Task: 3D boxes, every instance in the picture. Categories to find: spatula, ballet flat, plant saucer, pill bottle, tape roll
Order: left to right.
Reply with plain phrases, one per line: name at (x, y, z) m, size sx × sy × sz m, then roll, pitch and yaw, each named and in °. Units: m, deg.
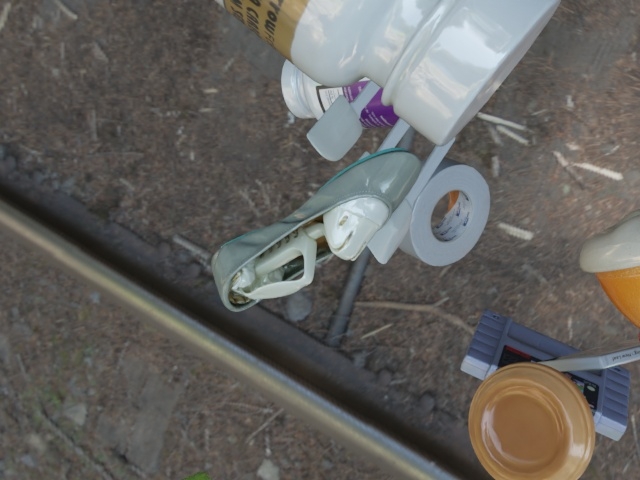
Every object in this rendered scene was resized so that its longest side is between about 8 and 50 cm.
ballet flat at (0.000, 0.000, 0.701) m, size 0.213 × 0.072 × 0.068 m, roll -29°, pitch 51°, yaw 19°
pill bottle at (0.010, -0.161, 0.451) m, size 0.229 × 0.131 × 0.131 m, roll 40°, pitch 114°, yaw 6°
pill bottle at (0.098, -0.286, 1.422) m, size 0.323 × 0.181 × 0.182 m, roll 1°, pitch 99°, yaw 34°
spatula at (0.077, -0.105, 0.894) m, size 0.019 × 0.242 × 0.168 m, roll -18°, pitch 115°, yaw 39°
tape roll at (0.248, -0.060, 1.696) m, size 0.072 × 0.219 × 0.219 m, roll 30°, pitch 113°, yaw 49°
plant saucer at (0.312, 0.285, 1.241) m, size 0.200 × 0.037 × 0.200 m, roll -4°, pitch 84°, yaw 36°

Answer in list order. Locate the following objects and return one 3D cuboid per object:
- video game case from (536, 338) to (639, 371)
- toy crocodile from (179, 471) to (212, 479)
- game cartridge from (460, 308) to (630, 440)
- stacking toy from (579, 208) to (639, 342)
video game case at (0.499, 0.191, 1.383) m, size 0.193 × 0.212 × 0.023 m, roll -11°, pitch 81°, yaw -15°
toy crocodile at (-0.048, 0.393, 0.922) m, size 0.340 × 0.115 × 0.105 m, roll 45°, pitch 106°, yaw 23°
game cartridge at (0.497, 0.284, 1.790) m, size 0.355 × 0.230 × 0.068 m, roll 23°, pitch 116°, yaw 11°
stacking toy at (0.564, 0.163, 1.025) m, size 0.350 × 0.350 × 0.480 m, roll -20°, pitch 87°, yaw 29°
